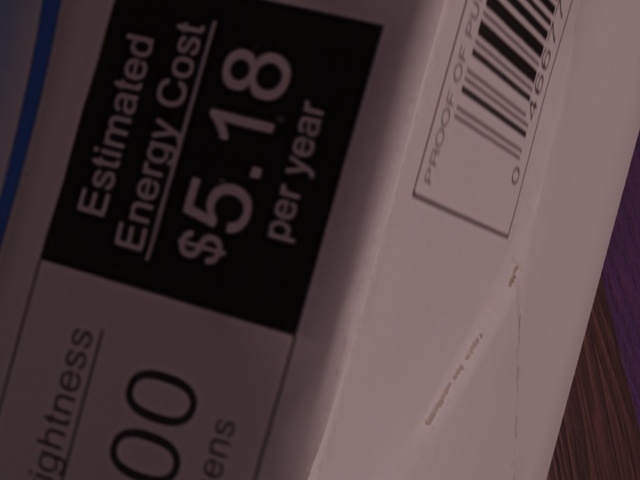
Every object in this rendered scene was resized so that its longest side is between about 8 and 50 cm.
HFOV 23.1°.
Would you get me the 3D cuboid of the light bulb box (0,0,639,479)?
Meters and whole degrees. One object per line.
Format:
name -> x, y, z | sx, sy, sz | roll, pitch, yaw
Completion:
light bulb box -> -0.088, -0.094, 0.494 | 0.225, 0.361, 0.358 | 19, 86, -67
